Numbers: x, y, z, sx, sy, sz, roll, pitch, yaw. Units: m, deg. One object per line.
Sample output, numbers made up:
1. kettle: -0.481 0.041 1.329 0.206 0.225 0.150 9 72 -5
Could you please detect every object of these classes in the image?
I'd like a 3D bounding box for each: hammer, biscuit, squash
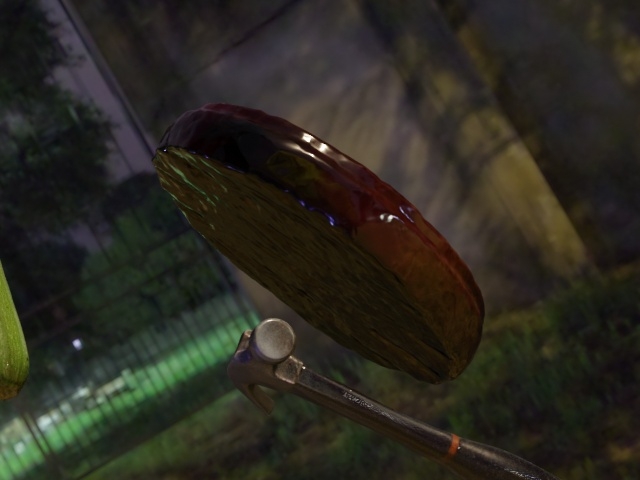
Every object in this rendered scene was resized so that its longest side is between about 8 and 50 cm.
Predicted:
1. hammer: 0.063 0.146 0.921 0.037 0.289 0.137 -67 9 -22
2. biscuit: 0.000 0.000 1.290 0.091 0.407 0.407 -53 2 -14
3. squash: -0.374 0.075 1.340 0.068 0.219 0.077 -26 -16 13
